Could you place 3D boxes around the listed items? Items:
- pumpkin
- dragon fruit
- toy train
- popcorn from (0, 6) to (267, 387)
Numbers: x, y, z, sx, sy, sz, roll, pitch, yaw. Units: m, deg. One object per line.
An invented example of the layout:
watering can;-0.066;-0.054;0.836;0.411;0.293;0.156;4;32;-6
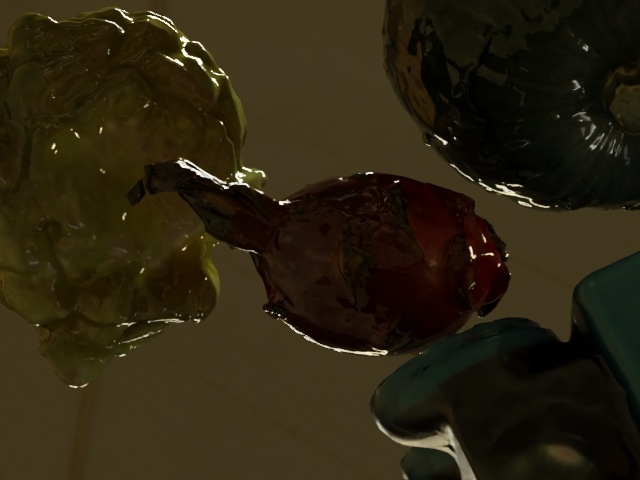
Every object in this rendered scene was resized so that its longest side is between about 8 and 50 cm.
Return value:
pumpkin;0.203;-0.167;0.979;0.291;0.257;0.328;31;-58;-25
dragon fruit;0.000;0.000;0.880;0.125;0.246;0.125;-66;-156;8
toy train;0.180;0.124;0.781;0.265;0.300;0.188;-23;-114;-1
popcorn;-0.168;-0.039;1.006;0.212;0.259;0.259;-152;-121;-61
